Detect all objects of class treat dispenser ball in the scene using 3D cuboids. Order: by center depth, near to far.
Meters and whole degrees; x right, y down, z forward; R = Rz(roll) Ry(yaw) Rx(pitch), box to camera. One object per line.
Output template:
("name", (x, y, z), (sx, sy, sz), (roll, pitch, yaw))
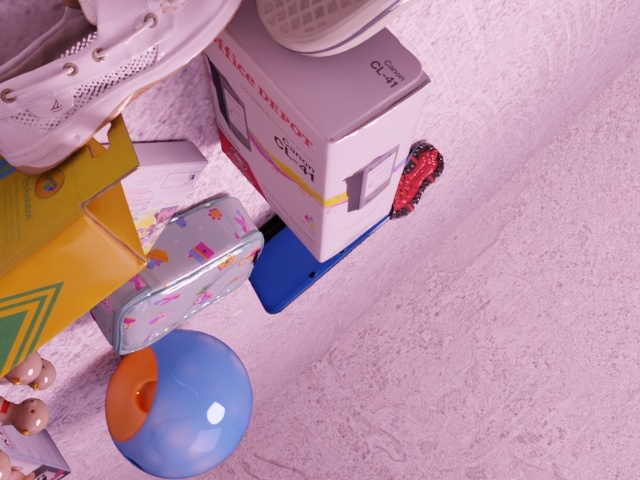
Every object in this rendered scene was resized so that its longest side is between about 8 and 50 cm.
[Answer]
("treat dispenser ball", (-0.278, 0.321, 1.317), (0.288, 0.288, 0.288), (-36, 164, -12))

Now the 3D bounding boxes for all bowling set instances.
("bowling set", (-0.364, 0.129, 0.743), (0.154, 0.287, 0.200), (18, 105, -22))

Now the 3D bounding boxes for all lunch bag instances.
("lunch bag", (-0.221, 0.059, 1.051), (0.279, 0.108, 0.224), (-30, 162, -31))

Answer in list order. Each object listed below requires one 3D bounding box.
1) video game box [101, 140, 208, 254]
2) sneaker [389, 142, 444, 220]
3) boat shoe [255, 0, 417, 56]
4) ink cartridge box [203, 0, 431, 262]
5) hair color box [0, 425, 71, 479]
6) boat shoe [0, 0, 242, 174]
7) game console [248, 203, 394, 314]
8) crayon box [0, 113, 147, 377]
("video game box", (-0.260, -0.039, 0.808), (0.205, 0.048, 0.187), (-15, 149, -55))
("sneaker", (0.168, -0.106, 1.456), (0.262, 0.104, 0.125), (-38, 180, -34))
("boat shoe", (0.147, -0.342, 0.588), (0.500, 0.187, 0.156), (-48, 151, -1))
("ink cartridge box", (-0.017, -0.138, 0.754), (0.131, 0.226, 0.306), (-37, 163, -14))
("hair color box", (-0.593, 0.404, 1.159), (0.185, 0.113, 0.374), (-34, 163, -17))
("boat shoe", (-0.170, -0.177, 0.545), (0.277, 0.098, 0.096), (-47, 135, -13))
("game console", (0.000, 0.000, 1.270), (0.293, 0.173, 0.250), (-40, 164, 5))
("crayon box", (-0.277, 0.010, 0.584), (0.318, 0.202, 0.081), (-37, 131, 3))
